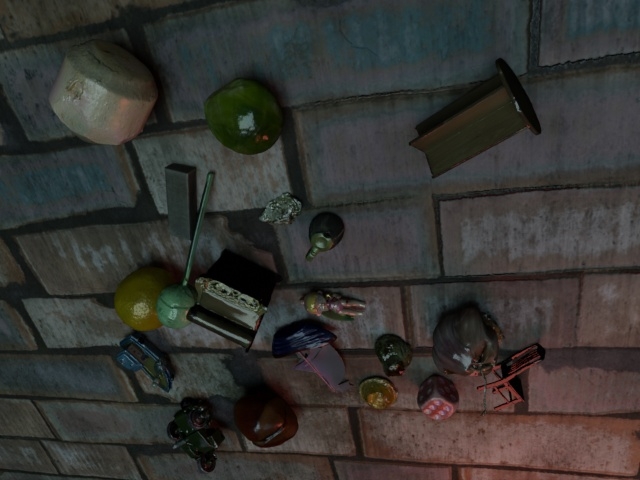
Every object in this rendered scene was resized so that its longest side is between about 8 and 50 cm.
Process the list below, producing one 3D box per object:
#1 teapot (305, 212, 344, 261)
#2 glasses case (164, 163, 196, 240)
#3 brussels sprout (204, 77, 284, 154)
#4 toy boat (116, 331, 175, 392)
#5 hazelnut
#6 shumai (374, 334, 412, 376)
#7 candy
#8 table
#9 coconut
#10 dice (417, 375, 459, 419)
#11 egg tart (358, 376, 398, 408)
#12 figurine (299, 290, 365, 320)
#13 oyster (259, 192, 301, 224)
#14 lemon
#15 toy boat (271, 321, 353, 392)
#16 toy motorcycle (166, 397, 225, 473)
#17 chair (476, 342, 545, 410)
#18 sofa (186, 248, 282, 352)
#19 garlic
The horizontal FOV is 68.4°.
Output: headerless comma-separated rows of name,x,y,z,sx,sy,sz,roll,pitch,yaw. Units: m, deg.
teapot,0.009,0.000,1.213,0.092,0.091,0.124,9,121,10
glasses case,-0.373,-0.102,1.270,0.070,0.047,0.205,13,122,11
brussels sprout,-0.173,-0.276,1.068,0.180,0.144,0.161,5,144,36
toy boat,-0.586,0.424,1.596,0.109,0.098,0.238,-30,109,30
hazelnut,-0.188,0.596,1.554,0.181,0.181,0.212,-37,117,8
shumai,0.207,0.344,1.366,0.123,0.087,0.099,38,122,-8
candy,-0.343,0.033,1.259,0.119,0.119,0.440,18,101,3
table,0.309,-0.238,0.979,0.226,0.167,0.167,-28,110,35
coconut,-0.497,-0.321,1.080,0.224,0.224,0.234,37,109,-9
dice,0.350,0.469,1.401,0.094,0.091,0.093,31,121,-4
egg tart,0.178,0.488,1.479,0.128,0.049,0.129,7,120,12
figurine,0.032,0.185,1.336,0.187,0.083,0.083,5,121,-4
oyster,-0.103,-0.077,1.226,0.098,0.037,0.100,22,122,-1
lemon,-0.504,0.168,1.383,0.178,0.178,0.203,44,89,-13
toy boat,0.001,0.360,1.440,0.318,0.072,0.219,35,124,-11
toy motorcycle,-0.436,0.704,1.714,0.205,0.127,0.275,-35,100,27
chair,0.551,0.379,1.309,0.212,0.084,0.101,-36,103,27
sofa,-0.239,0.169,1.275,0.200,0.258,0.182,27,108,-4
garlic,0.416,0.309,1.245,0.207,0.207,0.257,-36,69,28
